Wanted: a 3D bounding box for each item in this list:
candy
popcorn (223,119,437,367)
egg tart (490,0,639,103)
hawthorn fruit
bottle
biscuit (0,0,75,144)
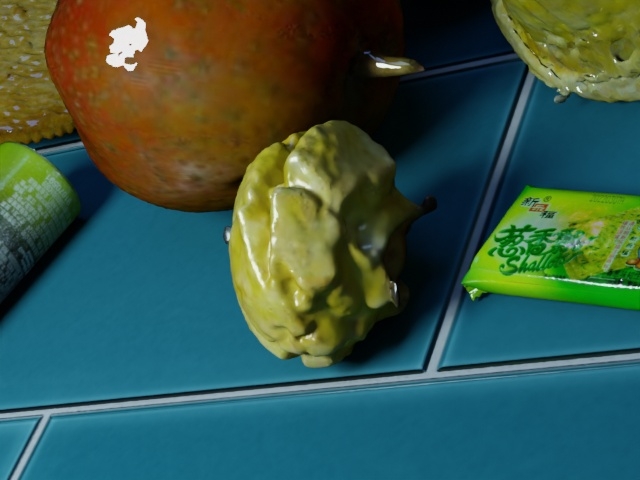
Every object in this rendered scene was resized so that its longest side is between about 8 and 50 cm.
[{"bbox_3d":[0.181,0.003,1.112,0.178,0.032,0.102,6,51,44],"label":"candy"},{"bbox_3d":[0.000,0.000,1.170,0.152,0.167,0.148,3,14,13],"label":"popcorn"},{"bbox_3d":[0.197,-0.261,1.197,0.341,0.132,0.341,-8,81,60],"label":"egg tart"},{"bbox_3d":[-0.050,-0.146,1.307,0.298,0.277,0.277,13,54,28],"label":"hawthorn fruit"},{"bbox_3d":[-0.333,0.062,1.408,0.093,0.093,0.330,10,53,46],"label":"bottle"},{"bbox_3d":[-0.299,-0.201,1.646,0.305,0.038,0.305,1,51,-1],"label":"biscuit"}]
